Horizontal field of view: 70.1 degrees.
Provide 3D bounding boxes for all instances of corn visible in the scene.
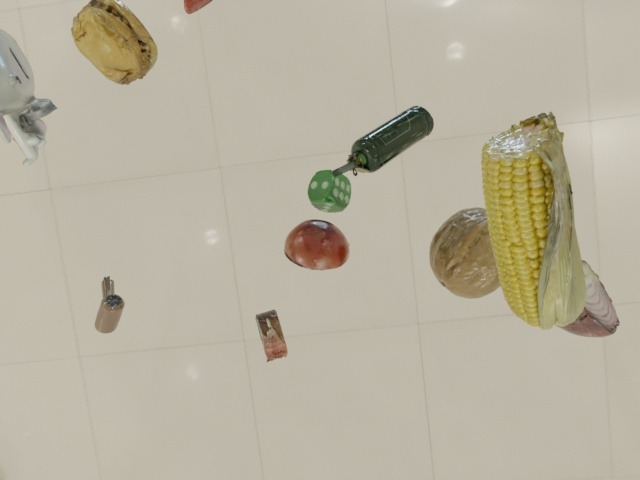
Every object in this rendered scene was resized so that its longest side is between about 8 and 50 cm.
[{"bbox_3d":[0.304,-0.018,0.641,0.123,0.122,0.305,-34,118,-29],"label":"corn"}]

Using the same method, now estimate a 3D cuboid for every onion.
[{"bbox_3d":[0.437,0.106,0.827,0.206,0.151,0.098,49,138,-4],"label":"onion"}]

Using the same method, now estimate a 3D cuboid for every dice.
[{"bbox_3d":[0.036,-0.181,1.684,0.120,0.128,0.131,-1,70,39],"label":"dice"}]

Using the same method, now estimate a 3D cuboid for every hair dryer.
[{"bbox_3d":[-0.620,0.167,1.333,0.064,0.181,0.117,7,129,-34],"label":"hair dryer"}]

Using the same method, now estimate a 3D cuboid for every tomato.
[{"bbox_3d":[0.000,0.000,1.487,0.199,0.228,0.112,34,131,30],"label":"tomato"}]

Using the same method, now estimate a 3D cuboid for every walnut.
[{"bbox_3d":[0.520,0.038,1.549,0.252,0.277,0.313,40,93,-18],"label":"walnut"}]

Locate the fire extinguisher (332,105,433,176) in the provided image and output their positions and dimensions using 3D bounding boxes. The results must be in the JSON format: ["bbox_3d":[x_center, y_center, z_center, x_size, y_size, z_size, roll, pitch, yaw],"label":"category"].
[{"bbox_3d":[0.165,-0.253,1.198,0.311,0.114,0.095,-37,108,-32],"label":"fire extinguisher"}]

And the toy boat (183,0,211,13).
[{"bbox_3d":[-0.220,-0.708,1.066,0.136,0.079,0.392,29,131,-24],"label":"toy boat"}]

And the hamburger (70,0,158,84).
[{"bbox_3d":[-0.374,-0.359,0.826,0.138,0.083,0.147,-16,124,43],"label":"hamburger"}]

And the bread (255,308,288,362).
[{"bbox_3d":[-0.156,0.300,1.446,0.073,0.160,0.160,-14,95,-11],"label":"bread"}]

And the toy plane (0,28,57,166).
[{"bbox_3d":[-0.451,-0.217,0.608,0.118,0.252,0.252,-23,94,-10],"label":"toy plane"}]
